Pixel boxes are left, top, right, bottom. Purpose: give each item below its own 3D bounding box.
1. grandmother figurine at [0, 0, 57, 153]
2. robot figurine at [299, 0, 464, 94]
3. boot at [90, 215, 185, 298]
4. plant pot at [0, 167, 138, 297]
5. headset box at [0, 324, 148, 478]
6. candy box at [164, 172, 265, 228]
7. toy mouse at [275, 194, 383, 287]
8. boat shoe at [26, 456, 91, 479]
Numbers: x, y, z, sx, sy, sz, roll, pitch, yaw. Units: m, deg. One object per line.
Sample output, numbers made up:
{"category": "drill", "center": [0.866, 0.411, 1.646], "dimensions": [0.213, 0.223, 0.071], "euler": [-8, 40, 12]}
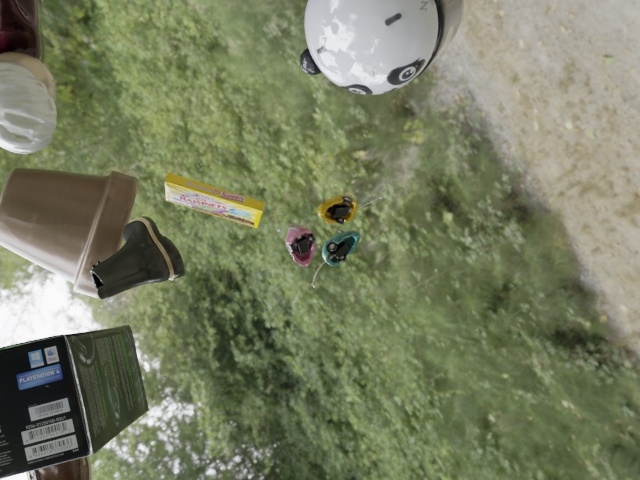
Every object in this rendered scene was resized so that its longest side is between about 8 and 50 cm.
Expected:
{"category": "grandmother figurine", "center": [-0.314, -0.249, 0.639], "dimensions": [0.208, 0.104, 0.342], "euler": [111, 150, -68]}
{"category": "robot figurine", "center": [0.091, -0.292, 0.814], "dimensions": [0.174, 0.209, 0.278], "euler": [28, -144, 8]}
{"category": "boot", "center": [-0.325, 0.024, 1.020], "dimensions": [0.198, 0.137, 0.076], "euler": [25, 129, 52]}
{"category": "plant pot", "center": [-0.513, -0.036, 1.244], "dimensions": [0.229, 0.263, 0.263], "euler": [17, -158, -21]}
{"category": "headset box", "center": [-0.364, 0.195, 0.755], "dimensions": [0.283, 0.246, 0.131], "euler": [113, 143, -84]}
{"category": "candy box", "center": [-0.222, -0.081, 1.304], "dimensions": [0.206, 0.027, 0.105], "euler": [17, 157, -6]}
{"category": "toy mouse", "center": [0.000, 0.000, 0.870], "dimensions": [0.161, 0.143, 0.031], "euler": [-9, -142, -33]}
{"category": "boat shoe", "center": [-0.426, 0.315, 0.978], "dimensions": [0.095, 0.095, 0.257], "euler": [125, 128, -70]}
